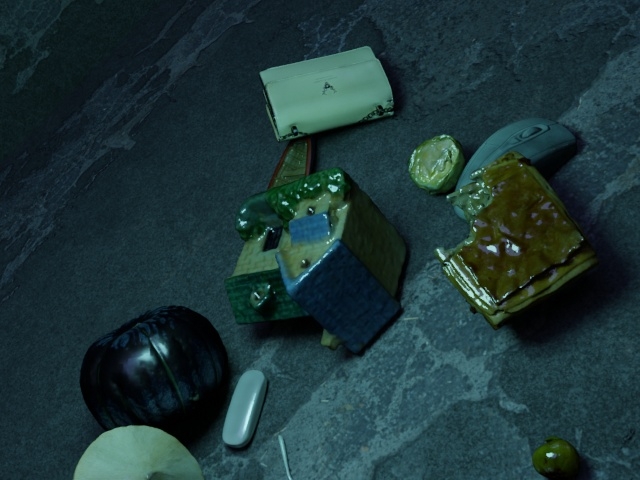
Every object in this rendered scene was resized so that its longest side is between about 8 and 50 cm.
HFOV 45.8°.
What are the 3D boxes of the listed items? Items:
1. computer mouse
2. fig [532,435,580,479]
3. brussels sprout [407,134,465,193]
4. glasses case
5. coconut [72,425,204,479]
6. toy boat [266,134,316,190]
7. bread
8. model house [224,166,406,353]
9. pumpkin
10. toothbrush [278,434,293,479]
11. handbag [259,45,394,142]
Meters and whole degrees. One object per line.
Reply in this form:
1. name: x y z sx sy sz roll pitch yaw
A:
1. computer mouse: 0.478 -0.195 1.902 0.371 0.122 0.188 -41 46 -8
2. fig: 0.460 0.415 1.467 0.084 0.082 0.098 -42 14 47
3. brussels sprout: 0.317 -0.193 1.988 0.152 0.122 0.149 -16 69 38
4. glasses case: -0.185 0.412 1.863 0.076 0.049 0.197 -3 54 28
5. coconut: -0.411 0.561 1.684 0.329 0.329 0.328 -16 49 20
6. toy boat: -0.082 -0.175 2.239 0.136 0.079 0.392 -2 56 31
7. bread: 0.415 0.010 1.707 0.314 0.191 0.370 -32 53 1
8. model house: -0.041 0.076 1.856 0.382 0.334 0.342 -10 49 36
9. pumpkin: -0.414 0.319 1.885 0.363 0.266 0.363 -24 14 6
10. toothbrush: -0.068 0.532 1.725 0.022 0.017 0.204 -15 47 -5
11. handbag: 0.016 -0.431 2.259 0.359 0.160 0.236 -14 52 -6
